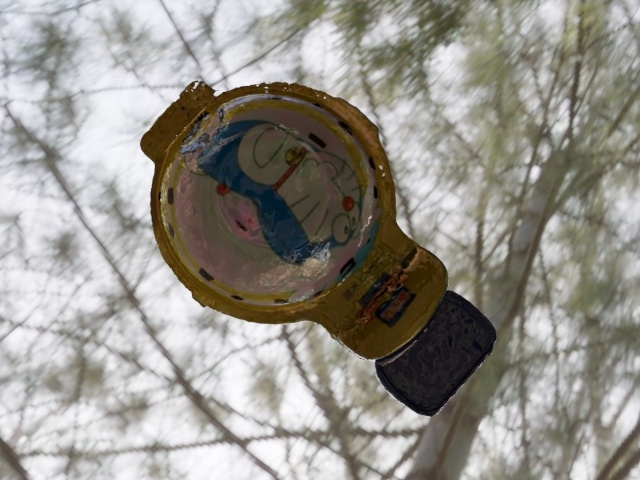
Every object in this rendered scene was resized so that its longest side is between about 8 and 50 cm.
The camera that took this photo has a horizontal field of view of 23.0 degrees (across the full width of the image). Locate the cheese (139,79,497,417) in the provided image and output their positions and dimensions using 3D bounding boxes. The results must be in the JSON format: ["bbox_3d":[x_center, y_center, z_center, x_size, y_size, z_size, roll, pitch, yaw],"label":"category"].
[{"bbox_3d":[0.000,0.000,0.963,0.250,0.064,0.156,41,-98,-2],"label":"cheese"}]
